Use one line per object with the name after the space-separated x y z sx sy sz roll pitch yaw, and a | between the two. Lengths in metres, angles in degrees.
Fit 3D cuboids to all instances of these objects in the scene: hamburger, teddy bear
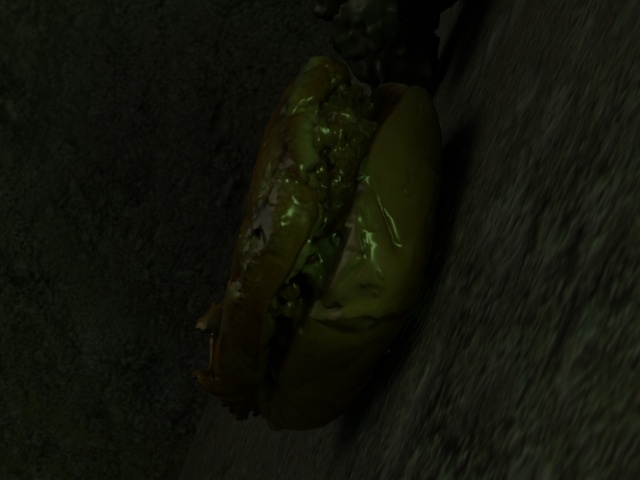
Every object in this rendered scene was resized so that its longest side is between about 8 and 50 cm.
0.000 0.000 1.225 0.318 0.158 0.319 -160 90 -83 | hamburger
0.116 -0.327 1.343 0.367 0.224 0.357 5 72 68 | teddy bear
